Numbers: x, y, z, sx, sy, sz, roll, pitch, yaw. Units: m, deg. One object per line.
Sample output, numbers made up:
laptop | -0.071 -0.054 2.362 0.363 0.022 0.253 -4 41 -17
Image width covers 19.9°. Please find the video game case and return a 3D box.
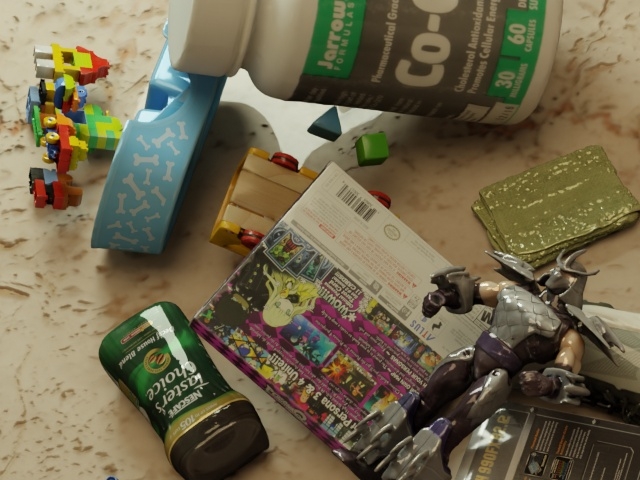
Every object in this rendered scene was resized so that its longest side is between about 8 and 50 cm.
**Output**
video game case | 0.030 0.075 1.712 0.232 0.042 0.210 40 70 0

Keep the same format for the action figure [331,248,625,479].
action figure | 0.141 0.115 1.596 0.285 0.099 0.185 -48 43 -3

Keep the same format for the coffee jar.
coffee jar | -0.130 0.149 1.742 0.096 0.079 0.184 -34 55 -10

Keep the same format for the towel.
towel | 0.233 -0.032 1.811 0.148 0.027 0.110 -24 53 -2

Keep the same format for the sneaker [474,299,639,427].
sneaker | 0.269 0.119 1.656 0.271 0.100 0.108 -2 62 13

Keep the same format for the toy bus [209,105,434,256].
toy bus | -0.009 -0.009 1.804 0.191 0.104 0.202 -22 83 -18

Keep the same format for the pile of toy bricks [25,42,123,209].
pile of toy bricks | -0.255 -0.117 1.959 0.105 0.118 0.212 5 35 -16

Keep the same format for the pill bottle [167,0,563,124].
pill bottle | 0.040 -0.231 1.811 0.361 0.204 0.204 5 53 -13

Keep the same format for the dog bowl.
dog bowl | -0.156 -0.114 1.886 0.074 0.166 0.297 19 59 -2

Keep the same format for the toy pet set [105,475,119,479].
toy pet set | -0.174 0.266 1.680 0.122 0.065 0.114 11 59 21

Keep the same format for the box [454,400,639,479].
box | 0.198 0.254 1.581 0.183 0.056 0.231 9 49 20
